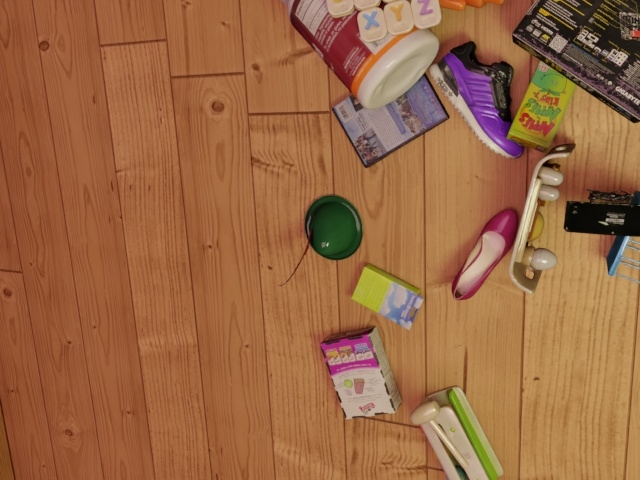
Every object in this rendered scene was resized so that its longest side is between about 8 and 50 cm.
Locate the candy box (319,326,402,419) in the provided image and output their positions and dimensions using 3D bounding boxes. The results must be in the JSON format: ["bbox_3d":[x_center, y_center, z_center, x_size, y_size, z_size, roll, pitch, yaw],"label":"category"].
[{"bbox_3d":[0.113,0.369,1.776,0.159,0.071,0.234,-15,96,28],"label":"candy box"}]

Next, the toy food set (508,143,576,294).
[{"bbox_3d":[0.498,-0.056,1.392,0.092,0.219,0.306,17,110,21],"label":"toy food set"}]

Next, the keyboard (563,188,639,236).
[{"bbox_3d":[0.604,-0.060,1.309,0.191,0.038,0.100,4,120,14],"label":"keyboard"}]

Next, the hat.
[{"bbox_3d":[0.000,0.000,1.663,0.172,0.183,0.209,3,105,24],"label":"hat"}]

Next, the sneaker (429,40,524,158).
[{"bbox_3d":[0.385,-0.324,1.438,0.146,0.102,0.293,-40,85,28],"label":"sneaker"}]

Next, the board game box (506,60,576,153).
[{"bbox_3d":[0.483,-0.292,1.385,0.092,0.043,0.181,24,86,10],"label":"board game box"}]

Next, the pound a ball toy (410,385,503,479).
[{"bbox_3d":[0.329,0.530,1.641,0.135,0.208,0.319,-27,92,28],"label":"pound a ball toy"}]

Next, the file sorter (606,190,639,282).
[{"bbox_3d":[0.699,-0.002,1.371,0.104,0.118,0.170,20,112,15],"label":"file sorter"}]

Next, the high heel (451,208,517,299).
[{"bbox_3d":[0.390,0.036,1.526,0.082,0.117,0.244,38,117,12],"label":"high heel"}]

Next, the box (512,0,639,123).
[{"bbox_3d":[0.597,-0.434,1.296,0.322,0.079,0.257,38,103,11],"label":"box"}]

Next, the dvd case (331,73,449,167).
[{"bbox_3d":[0.170,-0.317,1.588,0.253,0.022,0.180,-29,91,28],"label":"dvd case"}]

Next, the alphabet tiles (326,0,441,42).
[{"bbox_3d":[0.142,-0.560,1.319,0.284,0.021,0.278,-10,84,13],"label":"alphabet tiles"}]

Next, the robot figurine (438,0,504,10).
[{"bbox_3d":[0.308,-0.587,1.390,0.219,0.128,0.158,23,119,17],"label":"robot figurine"}]

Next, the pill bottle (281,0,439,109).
[{"bbox_3d":[0.065,-0.513,1.460,0.224,0.224,0.392,-45,77,28],"label":"pill bottle"}]

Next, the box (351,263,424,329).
[{"bbox_3d":[0.181,0.149,1.698,0.178,0.042,0.109,27,115,16],"label":"box"}]
